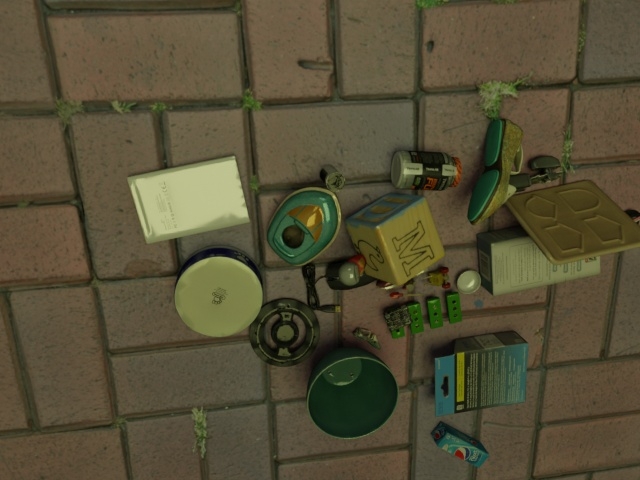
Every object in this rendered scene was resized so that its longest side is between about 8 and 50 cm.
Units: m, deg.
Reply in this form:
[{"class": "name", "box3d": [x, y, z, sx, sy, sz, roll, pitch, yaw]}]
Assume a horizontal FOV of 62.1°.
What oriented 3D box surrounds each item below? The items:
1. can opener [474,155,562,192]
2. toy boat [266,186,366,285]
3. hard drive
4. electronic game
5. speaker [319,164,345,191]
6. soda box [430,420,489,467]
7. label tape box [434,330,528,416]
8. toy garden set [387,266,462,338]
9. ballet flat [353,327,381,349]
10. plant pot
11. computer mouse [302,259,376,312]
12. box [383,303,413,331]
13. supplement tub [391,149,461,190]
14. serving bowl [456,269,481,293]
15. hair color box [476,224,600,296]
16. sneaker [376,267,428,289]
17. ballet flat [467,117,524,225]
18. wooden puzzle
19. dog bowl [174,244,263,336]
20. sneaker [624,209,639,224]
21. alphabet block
[{"class": "can opener", "box3d": [0.625, -0.205, 1.682, 0.283, 0.076, 0.095, -8, 76, -6]}, {"class": "toy boat", "box3d": [0.000, 0.000, 1.535, 0.318, 0.148, 0.267, 39, 115, 4]}, {"class": "hard drive", "box3d": [-0.378, -0.120, 1.547, 0.307, 0.040, 0.203, -12, 109, -6]}, {"class": "electronic game", "box3d": [-0.115, 0.299, 1.717, 0.229, 0.048, 0.229, -1, 99, -8]}, {"class": "speaker", "box3d": [0.033, -0.182, 1.544, 0.055, 0.136, 0.055, -3, 108, -8]}, {"class": "soda box", "box3d": [0.512, 0.749, 1.950, 0.210, 0.071, 0.067, 31, 100, -17]}, {"class": "label tape box", "box3d": [0.539, 0.460, 1.845, 0.333, 0.106, 0.241, -6, 109, -7]}, {"class": "toy garden set", "box3d": [0.336, 0.201, 1.763, 0.244, 0.049, 0.204, -13, 111, -4]}, {"class": "ballet flat", "box3d": [0.164, 0.326, 1.779, 0.114, 0.041, 0.041, 32, 100, -18]}, {"class": "plant pot", "box3d": [0.086, 0.459, 1.723, 0.290, 0.195, 0.290, -3, 108, -9]}, {"class": "computer mouse", "box3d": [0.076, 0.148, 1.695, 0.262, 0.060, 0.184, -5, 107, -7]}, {"class": "box", "box3d": [0.254, 0.253, 1.731, 0.083, 0.018, 0.067, -23, 111, 0]}, {"class": "supplement tub", "box3d": [0.316, -0.208, 1.593, 0.190, 0.117, 0.117, 1, 107, -9]}, {"class": "serving bowl", "box3d": [0.492, 0.135, 1.777, 0.083, 0.027, 0.083, -3, 107, -8]}, {"class": "hair color box", "box3d": [0.714, 0.044, 1.740, 0.374, 0.113, 0.185, -11, 109, -5]}, {"class": "sneaker", "box3d": [0.254, 0.089, 1.706, 0.185, 0.069, 0.084, -26, 108, -9]}, {"class": "ballet flat", "box3d": [0.536, -0.196, 1.584, 0.123, 0.123, 0.349, 20, 77, -15]}, {"class": "wooden puzzle", "box3d": [0.771, -0.049, 1.628, 0.347, 0.322, 0.081, -8, 132, -8]}, {"class": "dog bowl", "box3d": [-0.307, 0.154, 1.611, 0.264, 0.104, 0.265, -3, 107, -8]}, {"class": "sneaker", "box3d": [0.996, -0.033, 1.788, 0.178, 0.072, 0.077, -19, 120, 3]}, {"class": "alphabet block", "box3d": [0.220, -0.010, 1.579, 0.193, 0.192, 0.197, -31, 110, -19]}]
